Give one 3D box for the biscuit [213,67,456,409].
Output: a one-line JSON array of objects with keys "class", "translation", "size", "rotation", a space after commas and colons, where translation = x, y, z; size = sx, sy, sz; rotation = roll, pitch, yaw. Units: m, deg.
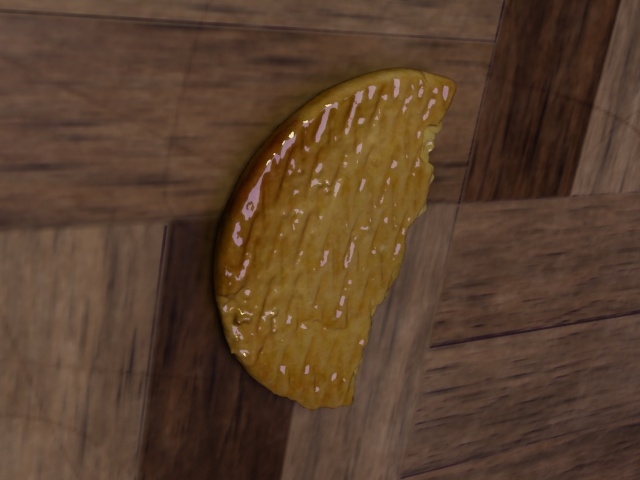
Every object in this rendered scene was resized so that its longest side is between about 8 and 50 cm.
[{"class": "biscuit", "translation": [-0.001, 0.000, 0.632], "size": [0.144, 0.033, 0.224], "rotation": [3, 110, -36]}]
